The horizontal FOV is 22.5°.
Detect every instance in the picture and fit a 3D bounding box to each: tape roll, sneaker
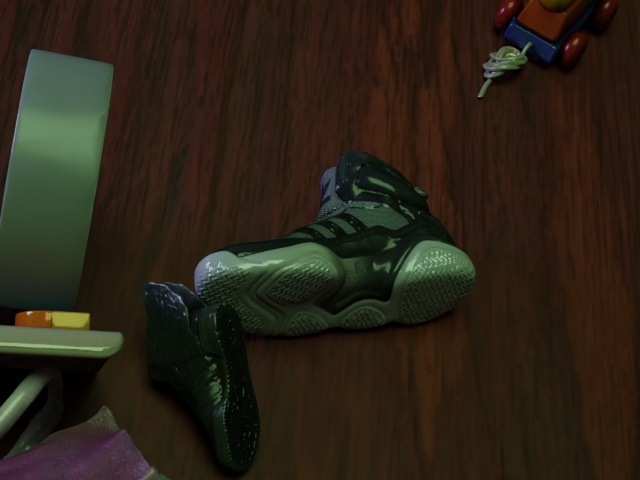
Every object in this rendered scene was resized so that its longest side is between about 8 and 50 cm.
[{"bbox_3d":[-0.227,-0.048,1.359,0.072,0.219,0.219,9,48,-10],"label":"tape roll"},{"bbox_3d":[-0.106,0.114,1.364,0.051,0.089,0.170,3,78,-56],"label":"sneaker"},{"bbox_3d":[0.000,0.000,1.471,0.269,0.101,0.153,0,49,-25],"label":"sneaker"}]

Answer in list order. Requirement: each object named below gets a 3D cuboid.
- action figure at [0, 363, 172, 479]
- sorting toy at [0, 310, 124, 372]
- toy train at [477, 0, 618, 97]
[{"bbox_3d":[-0.270,0.220,1.089,0.370,0.248,0.275,-17,55,-32],"label":"action figure"},{"bbox_3d":[-0.260,0.077,1.265,0.193,0.208,0.038,4,82,-13],"label":"sorting toy"},{"bbox_3d":[0.253,-0.263,1.747,0.105,0.143,0.248,32,48,12],"label":"toy train"}]
